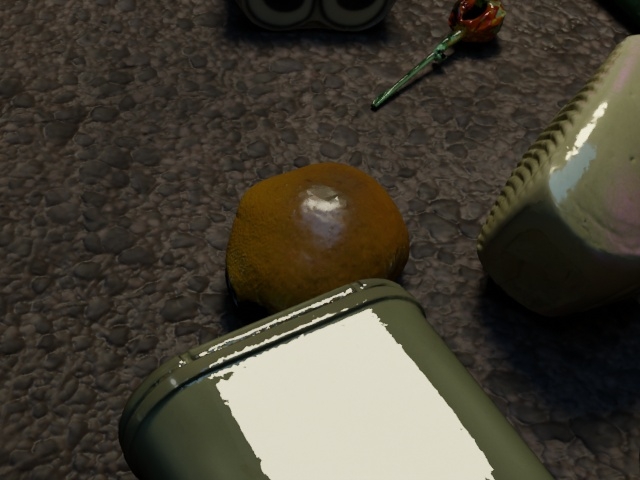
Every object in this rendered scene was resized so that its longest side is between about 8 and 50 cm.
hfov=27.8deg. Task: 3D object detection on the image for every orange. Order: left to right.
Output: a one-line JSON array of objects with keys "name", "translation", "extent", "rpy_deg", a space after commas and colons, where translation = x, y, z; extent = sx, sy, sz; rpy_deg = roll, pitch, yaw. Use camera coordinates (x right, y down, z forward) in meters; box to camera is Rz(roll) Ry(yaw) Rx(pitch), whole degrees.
[{"name": "orange", "translation": [0.000, 0.000, 1.036], "extent": [0.160, 0.112, 0.170], "rpy_deg": [-17, 63, -19]}]

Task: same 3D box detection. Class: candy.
[{"name": "candy", "translation": [0.112, -0.180, 1.254], "extent": [0.185, 0.049, 0.055], "rpy_deg": [-42, 32, -25]}]

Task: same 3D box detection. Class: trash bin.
[{"name": "trash bin", "translation": [0.022, 0.165, 0.862], "extent": [0.243, 0.121, 0.247], "rpy_deg": [-21, 48, -22]}]

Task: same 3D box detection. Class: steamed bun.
[{"name": "steamed bun", "translation": [0.241, -0.040, 1.056], "extent": [0.152, 0.170, 0.238], "rpy_deg": [40, 55, -1]}]

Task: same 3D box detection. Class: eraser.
[{"name": "eraser", "translation": [-0.013, -0.341, 1.351], "extent": [0.171, 0.087, 0.290], "rpy_deg": [1, 48, -5]}]

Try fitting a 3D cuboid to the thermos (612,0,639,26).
[{"name": "thermos", "translation": [0.335, -0.252, 1.317], "extent": [0.073, 0.083, 0.187], "rpy_deg": [-33, 57, -4]}]
